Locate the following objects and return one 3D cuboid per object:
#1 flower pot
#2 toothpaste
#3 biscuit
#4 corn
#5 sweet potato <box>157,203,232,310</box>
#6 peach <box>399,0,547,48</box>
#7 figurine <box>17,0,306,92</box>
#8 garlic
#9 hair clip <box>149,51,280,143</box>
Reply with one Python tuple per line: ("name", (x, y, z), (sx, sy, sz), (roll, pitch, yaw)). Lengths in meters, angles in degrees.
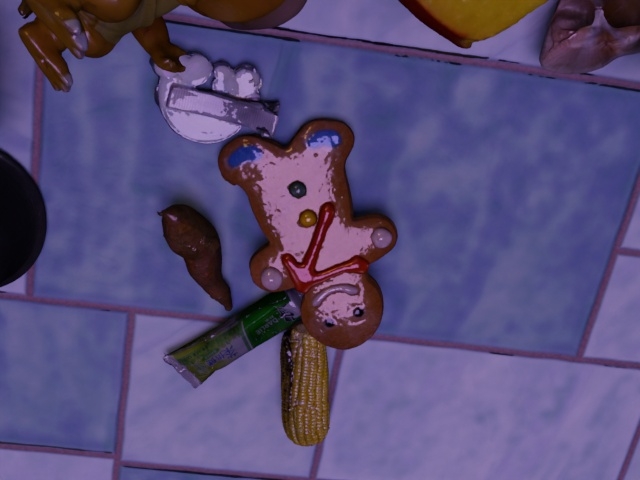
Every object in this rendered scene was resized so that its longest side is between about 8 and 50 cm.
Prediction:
("flower pot", (-0.475, 0.000, 1.312), (0.235, 0.148, 0.235), (-2, 119, -4))
("toothpaste", (-0.106, 0.129, 1.464), (0.248, 0.047, 0.078), (-32, 121, 15))
("biscuit", (-0.001, 0.001, 1.369), (0.205, 0.049, 0.324), (-14, 109, 3))
("corn", (-0.022, 0.209, 1.499), (0.072, 0.072, 0.203), (-2, 117, -3))
("sweet potato", (-0.161, 0.013, 1.393), (0.068, 0.068, 0.226), (-20, 136, 7))
("peach", (0.152, -0.367, 1.063), (0.242, 0.306, 0.380), (-26, 130, 18))
("figurine", (-0.144, -0.337, 1.042), (0.387, 0.401, 0.268), (-38, 78, -20))
("garlic", (0.349, -0.263, 1.256), (0.175, 0.099, 0.124), (-12, 138, 1))
("hair clip", (-0.136, -0.173, 1.297), (0.172, 0.049, 0.116), (13, 112, -8))
